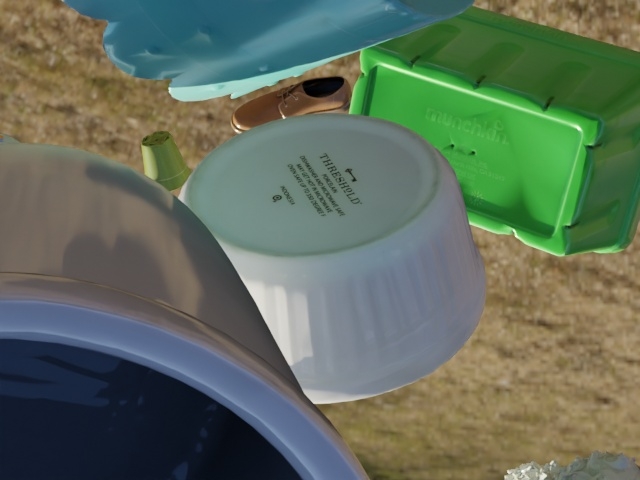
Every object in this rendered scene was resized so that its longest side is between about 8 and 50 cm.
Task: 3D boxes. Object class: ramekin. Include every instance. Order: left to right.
[{"bbox_3d":[0.000,0.000,0.981,0.273,0.272,0.127,0,127,11],"label":"ramekin"}]

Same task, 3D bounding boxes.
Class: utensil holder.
[{"bbox_3d":[-0.158,0.130,0.603,0.328,0.385,0.327,-3,104,-11],"label":"utensil holder"}]

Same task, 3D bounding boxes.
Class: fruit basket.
[{"bbox_3d":[0.237,-0.135,1.440,0.392,0.392,0.282,10,114,-1],"label":"fruit basket"}]

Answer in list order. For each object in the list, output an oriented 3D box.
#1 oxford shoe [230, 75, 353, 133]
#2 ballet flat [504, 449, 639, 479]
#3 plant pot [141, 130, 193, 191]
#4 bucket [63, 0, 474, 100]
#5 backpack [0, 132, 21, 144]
[{"bbox_3d":[-0.052,-0.235,1.961,0.212,0.076,0.076,-18,158,-1],"label":"oxford shoe"},{"bbox_3d":[0.166,0.248,0.924,0.147,0.146,0.409,7,160,3],"label":"ballet flat"},{"bbox_3d":[-0.256,-0.132,1.894,0.083,0.083,0.079,-4,124,15],"label":"plant pot"},{"bbox_3d":[-0.025,-0.233,0.726,0.183,0.281,0.281,-11,137,36],"label":"bucket"},{"bbox_3d":[-0.485,-0.056,1.693,0.166,0.144,0.188,-9,119,-9],"label":"backpack"}]
